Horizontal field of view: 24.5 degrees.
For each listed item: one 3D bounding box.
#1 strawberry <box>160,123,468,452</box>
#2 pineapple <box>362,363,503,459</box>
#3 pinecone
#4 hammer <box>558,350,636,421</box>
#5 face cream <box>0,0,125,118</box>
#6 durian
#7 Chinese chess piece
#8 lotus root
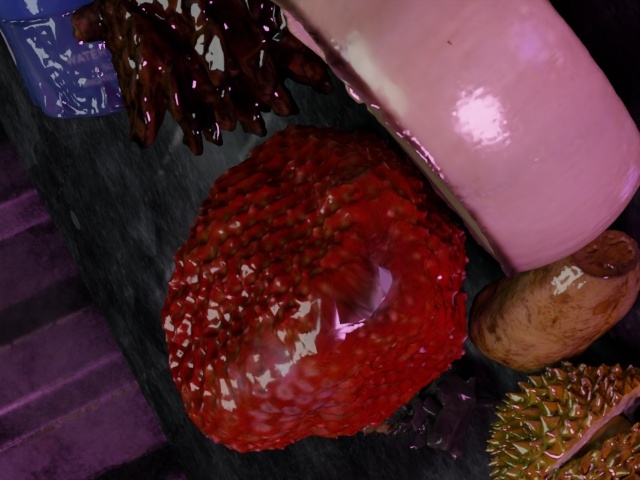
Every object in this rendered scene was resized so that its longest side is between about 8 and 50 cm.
[{"bbox_3d":[0.007,0.051,1.278,0.267,0.312,0.351,31,172,-11],"label":"strawberry"},{"bbox_3d":[0.094,0.172,1.635,0.248,0.128,0.128,15,128,59],"label":"pineapple"},{"bbox_3d":[-0.079,-0.228,1.346,0.242,0.295,0.298,47,-157,-55],"label":"pinecone"},{"bbox_3d":[0.256,0.222,1.415,0.137,0.037,0.290,35,145,55],"label":"hammer"},{"bbox_3d":[-0.268,-0.292,1.778,0.249,0.249,0.225,30,146,56],"label":"face cream"},{"bbox_3d":[0.231,0.226,1.266,0.193,0.138,0.237,2,136,15],"label":"durian"},{"bbox_3d":[0.091,-0.130,1.086,0.338,0.140,0.338,48,-175,-5],"label":"Chinese chess piece"},{"bbox_3d":[0.196,0.057,1.257,0.258,0.110,0.097,125,124,-69],"label":"lotus root"}]
